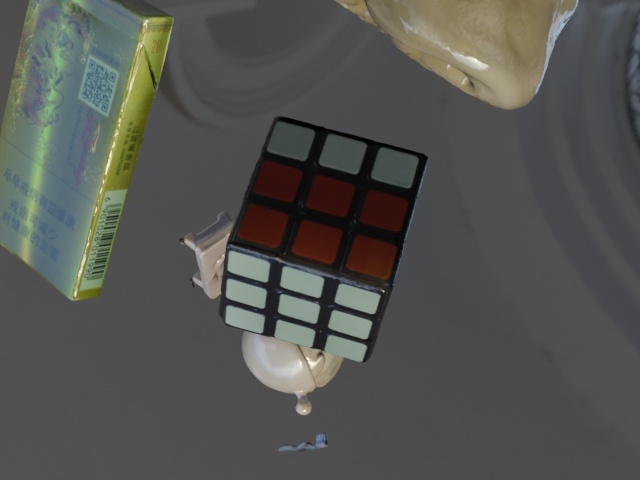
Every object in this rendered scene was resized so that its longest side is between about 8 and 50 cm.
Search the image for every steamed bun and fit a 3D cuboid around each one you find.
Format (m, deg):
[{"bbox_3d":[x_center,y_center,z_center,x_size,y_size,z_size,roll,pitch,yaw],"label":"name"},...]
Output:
[{"bbox_3d":[0.132,-0.328,1.335,0.342,0.255,0.367,33,-170,-8],"label":"steamed bun"}]

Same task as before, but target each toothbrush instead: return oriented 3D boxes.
[{"bbox_3d":[-0.024,0.259,1.578,0.013,0.193,0.019,-2,-102,-19],"label":"toothbrush"}]

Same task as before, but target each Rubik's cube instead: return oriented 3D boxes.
[{"bbox_3d":[0.000,0.000,1.206,0.163,0.162,0.160,15,-121,5],"label":"Rubik's cube"}]

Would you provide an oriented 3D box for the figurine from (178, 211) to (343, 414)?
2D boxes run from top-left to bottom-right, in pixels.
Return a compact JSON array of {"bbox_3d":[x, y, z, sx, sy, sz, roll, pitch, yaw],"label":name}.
[{"bbox_3d":[-0.061,0.090,1.546,0.145,0.182,0.256,-22,-116,-33],"label":"figurine"}]

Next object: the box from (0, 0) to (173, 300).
[{"bbox_3d":[-0.255,-0.113,1.272,0.173,0.311,0.043,32,-154,32],"label":"box"}]
